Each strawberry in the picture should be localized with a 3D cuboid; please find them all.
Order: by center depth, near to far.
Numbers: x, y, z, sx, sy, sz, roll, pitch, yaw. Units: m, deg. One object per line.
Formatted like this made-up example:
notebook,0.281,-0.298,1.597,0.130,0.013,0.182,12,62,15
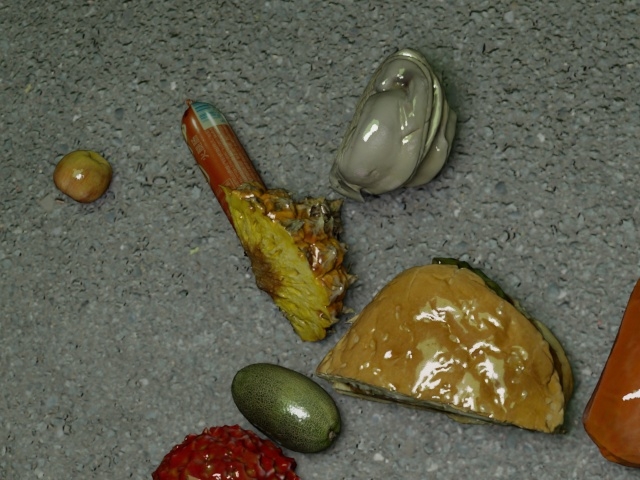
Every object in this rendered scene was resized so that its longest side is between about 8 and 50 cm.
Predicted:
strawberry,-0.136,0.346,1.827,0.234,0.178,0.234,-2,80,14

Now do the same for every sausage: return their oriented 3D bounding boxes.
sausage,0.426,0.159,1.764,0.141,0.153,0.268,23,80,12
sausage,-0.129,-0.101,2.011,0.083,0.083,0.264,-31,67,2

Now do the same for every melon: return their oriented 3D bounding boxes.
melon,-0.047,0.220,1.882,0.162,0.099,0.099,30,82,21

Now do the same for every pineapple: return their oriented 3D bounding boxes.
pineapple,0.002,0.006,1.894,0.164,0.140,0.249,-28,103,-30

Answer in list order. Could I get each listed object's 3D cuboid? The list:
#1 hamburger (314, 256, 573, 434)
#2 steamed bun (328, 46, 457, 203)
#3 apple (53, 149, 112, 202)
hamburger,0.167,0.124,1.830,0.330,0.162,0.209,9,77,20
steamed bun,0.110,-0.141,1.912,0.144,0.218,0.211,26,74,-3
apple,-0.344,-0.095,2.051,0.084,0.084,0.071,35,100,20
